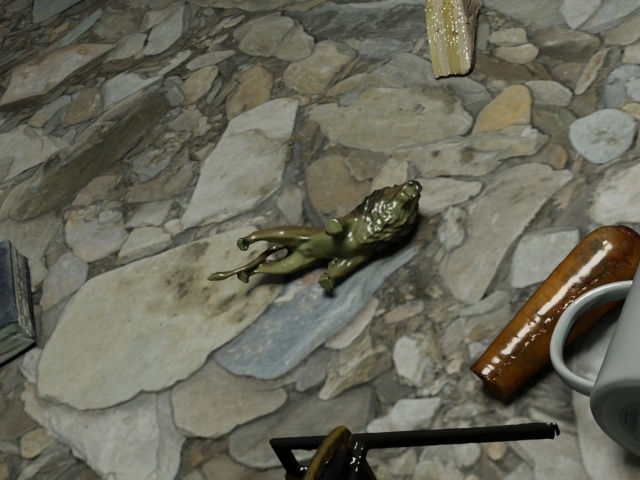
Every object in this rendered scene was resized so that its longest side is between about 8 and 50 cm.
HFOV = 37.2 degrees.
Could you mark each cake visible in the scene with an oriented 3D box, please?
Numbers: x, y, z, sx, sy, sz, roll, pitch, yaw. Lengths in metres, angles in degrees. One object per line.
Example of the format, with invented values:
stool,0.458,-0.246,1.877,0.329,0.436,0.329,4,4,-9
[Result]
cake,0.142,-0.232,1.051,0.052,0.065,0.121,-11,48,27

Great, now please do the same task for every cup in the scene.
cup,0.230,0.074,0.625,0.136,0.099,0.133,-34,22,56

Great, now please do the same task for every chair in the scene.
chair,0.019,0.207,0.564,0.247,0.172,0.159,1,48,25

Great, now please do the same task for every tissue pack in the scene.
tissue pack,-0.375,0.080,1.047,0.112,0.051,0.156,-31,38,2

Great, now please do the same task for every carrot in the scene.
carrot,0.180,0.053,0.710,0.161,0.055,0.055,-43,39,-4

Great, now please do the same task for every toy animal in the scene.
toy animal,-0.005,0.007,0.873,0.219,0.069,0.086,-17,18,10
